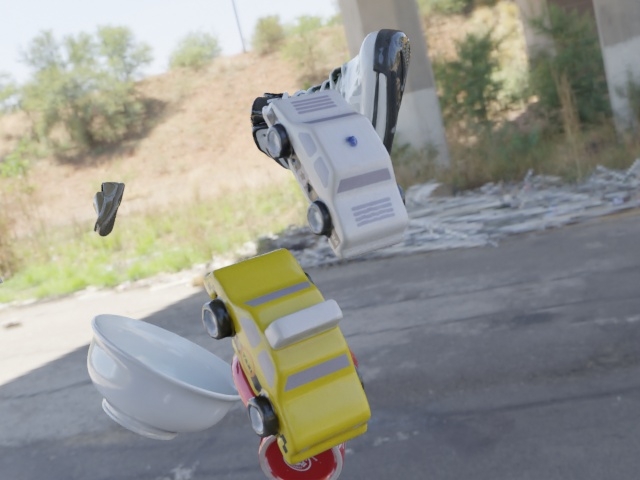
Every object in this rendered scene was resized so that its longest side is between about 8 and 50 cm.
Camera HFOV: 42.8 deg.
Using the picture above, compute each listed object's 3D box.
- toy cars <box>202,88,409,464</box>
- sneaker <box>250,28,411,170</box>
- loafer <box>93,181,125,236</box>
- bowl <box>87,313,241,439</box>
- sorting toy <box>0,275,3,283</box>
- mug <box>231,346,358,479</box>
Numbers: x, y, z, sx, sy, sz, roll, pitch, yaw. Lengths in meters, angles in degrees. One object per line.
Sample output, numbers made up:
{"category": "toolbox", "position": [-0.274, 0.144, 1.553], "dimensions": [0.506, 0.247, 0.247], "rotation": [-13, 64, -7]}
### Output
{"category": "toy cars", "position": [0.000, 0.000, 0.749], "dimensions": [0.177, 0.393, 0.087], "rotation": [21, -34, -10]}
{"category": "sneaker", "position": [0.000, -0.212, 1.397], "dimensions": [0.258, 0.169, 0.447], "rotation": [13, -24, 1]}
{"category": "loafer", "position": [-0.419, -0.063, 1.587], "dimensions": [0.050, 0.056, 0.148], "rotation": [14, 37, -8]}
{"category": "bowl", "position": [-0.283, 0.251, 1.412], "dimensions": [0.298, 0.134, 0.298], "rotation": [26, 3, -1]}
{"category": "sorting toy", "position": [-0.351, 0.009, 0.773], "dimensions": [0.083, 0.075, 0.045], "rotation": [-12, 25, -3]}
{"category": "mug", "position": [-0.033, 0.196, 0.942], "dimensions": [0.150, 0.113, 0.169], "rotation": [5, 27, 1]}
